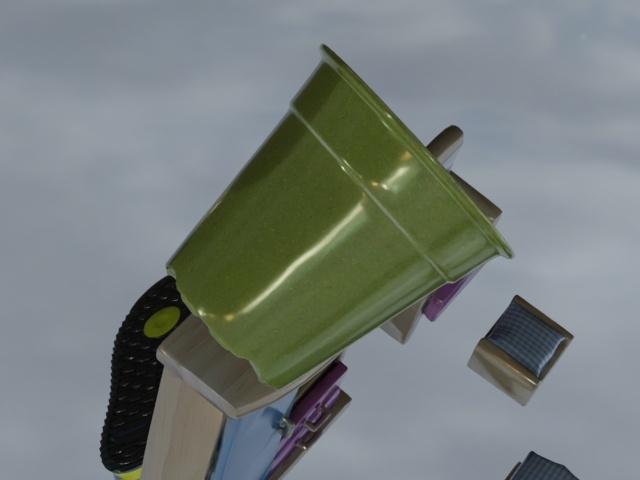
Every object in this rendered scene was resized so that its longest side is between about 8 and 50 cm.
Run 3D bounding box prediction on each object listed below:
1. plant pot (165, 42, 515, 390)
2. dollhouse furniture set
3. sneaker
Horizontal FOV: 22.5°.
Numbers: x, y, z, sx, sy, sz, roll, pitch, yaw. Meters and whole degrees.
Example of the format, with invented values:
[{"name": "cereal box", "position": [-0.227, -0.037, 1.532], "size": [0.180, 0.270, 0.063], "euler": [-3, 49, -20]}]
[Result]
[{"name": "plant pot", "position": [0.000, 0.000, 0.469], "size": [0.079, 0.083, 0.083], "euler": [-43, -154, 3]}, {"name": "dollhouse furniture set", "position": [0.101, 0.116, 0.775], "size": [0.303, 0.198, 0.286], "euler": [38, -121, 11]}, {"name": "sneaker", "position": [-0.105, 0.111, 1.162], "size": [0.069, 0.082, 0.209], "euler": [-21, -142, 22]}]
